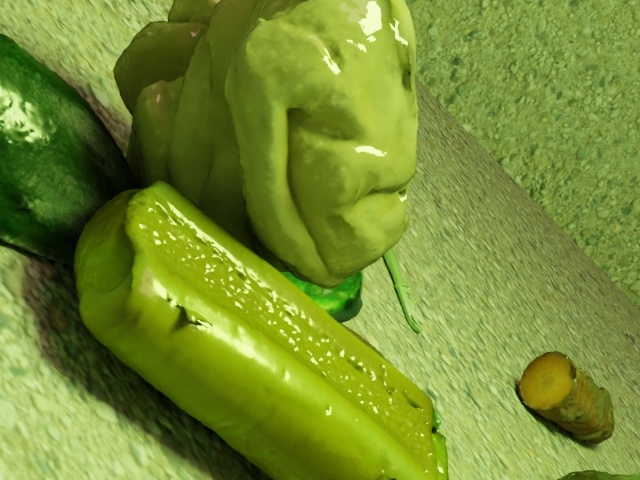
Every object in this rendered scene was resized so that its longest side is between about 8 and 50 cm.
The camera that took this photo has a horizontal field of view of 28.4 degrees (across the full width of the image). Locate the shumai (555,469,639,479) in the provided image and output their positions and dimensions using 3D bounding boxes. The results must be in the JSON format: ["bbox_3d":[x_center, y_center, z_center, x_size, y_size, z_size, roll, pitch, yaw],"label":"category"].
[{"bbox_3d":[0.439,0.348,1.497,0.304,0.263,0.309,40,19,-37],"label":"shumai"}]

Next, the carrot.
[{"bbox_3d":[0.390,0.254,1.914,0.263,0.102,0.102,40,17,-48],"label":"carrot"}]

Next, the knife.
[{"bbox_3d":[0.109,0.059,1.729,0.030,0.014,0.207,39,20,-31],"label":"knife"}]

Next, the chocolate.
[{"bbox_3d":[0.000,0.000,1.429,0.110,0.110,0.291,46,13,-11],"label":"chocolate"}]

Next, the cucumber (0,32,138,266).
[{"bbox_3d":[-0.242,-0.081,0.969,0.325,0.105,0.145,39,18,-41],"label":"cucumber"}]

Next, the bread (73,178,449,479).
[{"bbox_3d":[-0.046,0.111,1.019,0.383,0.112,0.166,40,29,-27],"label":"bread"}]

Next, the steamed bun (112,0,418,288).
[{"bbox_3d":[-0.060,-0.114,1.118,0.230,0.324,0.372,-5,21,-19],"label":"steamed bun"}]

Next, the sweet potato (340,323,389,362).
[{"bbox_3d":[0.074,0.170,1.310,0.065,0.051,0.218,16,36,-58],"label":"sweet potato"}]
